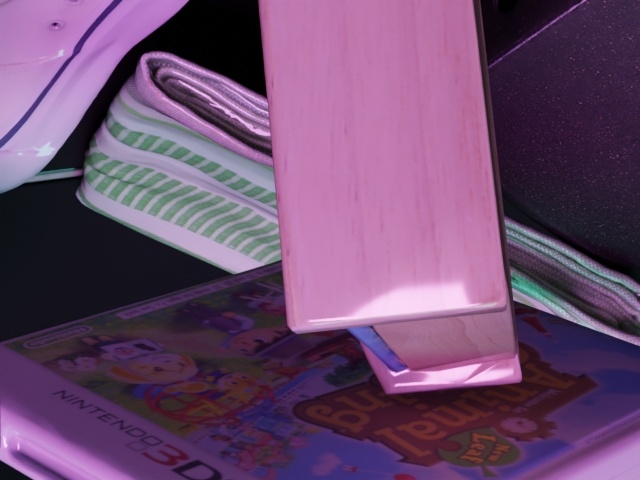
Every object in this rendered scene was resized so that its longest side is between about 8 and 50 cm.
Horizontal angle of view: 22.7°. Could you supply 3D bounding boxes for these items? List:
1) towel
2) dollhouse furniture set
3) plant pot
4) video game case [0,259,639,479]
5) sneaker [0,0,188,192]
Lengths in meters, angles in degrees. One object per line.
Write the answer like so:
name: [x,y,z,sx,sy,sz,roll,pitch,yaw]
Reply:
towel: [0.000,0.000,0.792,0.247,0.038,0.325,26,171,-10]
dollhouse furniture set: [-0.106,-0.067,0.461,0.303,0.286,0.198,-6,169,6]
plant pot: [0.132,-0.107,0.633,0.167,0.187,0.188,14,150,-33]
video game case: [0.006,0.054,0.549,0.193,0.023,0.212,20,-155,40]
sneaker: [-0.122,-0.101,0.632,0.091,0.094,0.258,21,145,-25]
